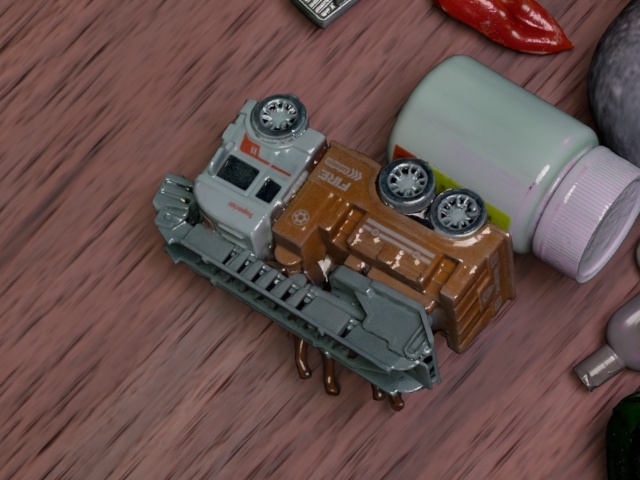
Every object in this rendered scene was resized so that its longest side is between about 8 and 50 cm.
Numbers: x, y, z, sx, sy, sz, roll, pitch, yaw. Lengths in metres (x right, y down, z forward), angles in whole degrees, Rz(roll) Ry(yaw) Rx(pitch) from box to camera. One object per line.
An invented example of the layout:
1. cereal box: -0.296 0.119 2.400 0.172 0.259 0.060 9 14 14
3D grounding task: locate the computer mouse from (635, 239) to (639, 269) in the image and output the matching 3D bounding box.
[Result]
1. computer mouse: 0.359 0.007 1.857 0.096 0.039 0.066 -29 87 -7

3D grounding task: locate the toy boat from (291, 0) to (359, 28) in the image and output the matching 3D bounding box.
1. toy boat: 0.073 -0.317 1.850 0.078 0.085 0.260 45 83 3

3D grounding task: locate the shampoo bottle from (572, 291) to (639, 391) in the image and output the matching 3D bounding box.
1. shampoo bottle: 0.322 0.088 1.835 0.165 0.040 0.080 -38 121 5

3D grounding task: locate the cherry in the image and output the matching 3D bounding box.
1. cherry: 0.398 -0.159 1.785 0.296 0.218 0.255 -29 65 9

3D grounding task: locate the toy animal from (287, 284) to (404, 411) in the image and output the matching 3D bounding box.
1. toy animal: 0.093 0.051 1.824 0.224 0.066 0.230 14 75 -1

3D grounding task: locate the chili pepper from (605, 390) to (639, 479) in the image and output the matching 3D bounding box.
1. chili pepper: 0.355 0.185 1.760 0.173 0.165 0.261 -4 112 9

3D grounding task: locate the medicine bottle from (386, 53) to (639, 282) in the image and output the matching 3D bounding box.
1. medicine bottle: 0.185 -0.069 1.775 0.225 0.139 0.139 33 82 21

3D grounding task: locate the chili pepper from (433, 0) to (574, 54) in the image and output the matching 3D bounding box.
1. chili pepper: 0.169 -0.230 1.865 0.191 0.050 0.059 23 66 -9

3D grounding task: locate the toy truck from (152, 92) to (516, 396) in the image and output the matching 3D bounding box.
1. toy truck: 0.000 0.000 1.738 0.338 0.133 0.184 28 67 22
